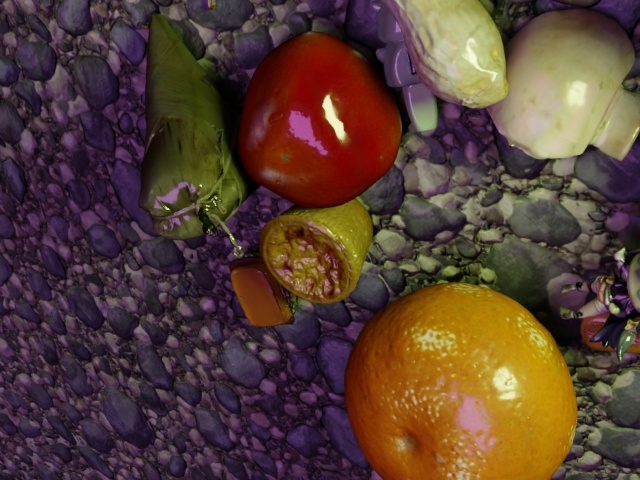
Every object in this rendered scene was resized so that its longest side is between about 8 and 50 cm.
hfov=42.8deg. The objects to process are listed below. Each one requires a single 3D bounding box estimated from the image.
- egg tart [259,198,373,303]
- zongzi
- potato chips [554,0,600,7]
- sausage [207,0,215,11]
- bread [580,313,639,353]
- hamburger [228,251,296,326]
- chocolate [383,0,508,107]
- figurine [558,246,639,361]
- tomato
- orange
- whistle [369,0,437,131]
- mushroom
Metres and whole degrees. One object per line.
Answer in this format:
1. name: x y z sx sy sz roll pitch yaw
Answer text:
1. egg tart: 0.000 0.000 1.504 0.203 0.147 0.202 16 132 18
2. zongzi: -0.250 -0.180 1.368 0.182 0.447 0.418 -22 103 11
3. potato chips: 0.266 -0.457 1.037 0.389 0.373 0.097 30 84 4
4. sausage: -0.192 -0.449 1.423 0.015 0.015 0.100 14 125 21
5. bread: 0.557 0.142 1.346 0.239 0.074 0.092 2 120 28
6. hamburger: -0.117 0.097 1.674 0.137 0.087 0.165 -6 115 32
7. chocolate: 0.163 -0.323 1.163 0.134 0.134 0.309 -32 87 38
8. figurine: 0.503 0.077 1.215 0.265 0.197 0.175 157 105 -72
9. tomato: -0.009 -0.187 1.352 0.299 0.226 0.298 12 121 20
10. orange: 0.248 0.272 1.436 0.424 0.326 0.423 21 122 38
11. whistle: 0.144 -0.292 1.286 0.110 0.092 0.244 -14 110 3
12. mushroom: 0.359 -0.218 1.169 0.236 0.162 0.173 27 135 7
